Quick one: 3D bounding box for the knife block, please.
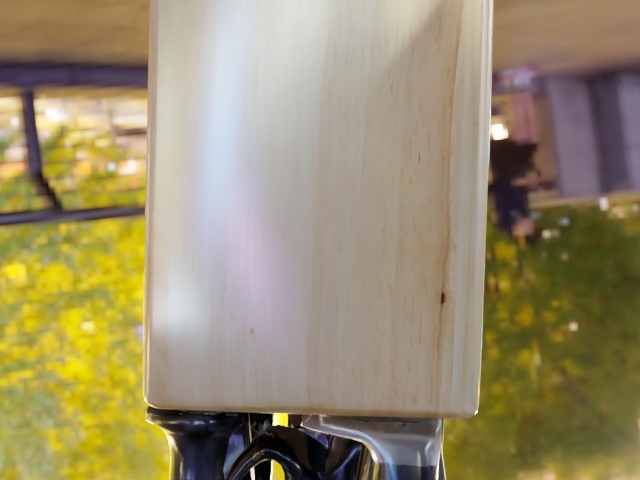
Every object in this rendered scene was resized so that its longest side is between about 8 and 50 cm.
[{"bbox_3d":[0.000,0.000,0.433,0.088,0.242,0.275,1,140,1],"label":"knife block"}]
